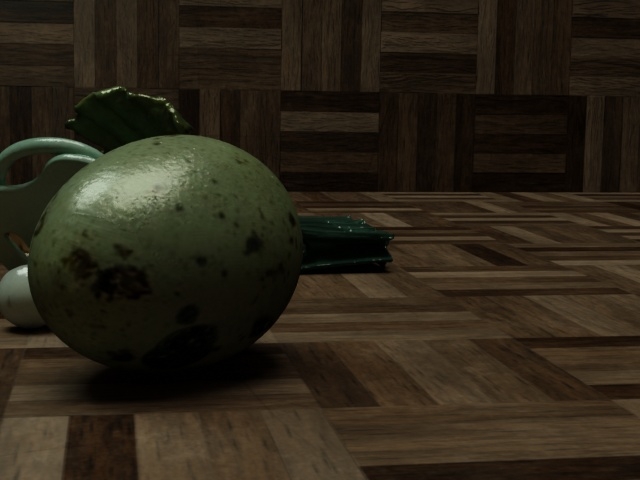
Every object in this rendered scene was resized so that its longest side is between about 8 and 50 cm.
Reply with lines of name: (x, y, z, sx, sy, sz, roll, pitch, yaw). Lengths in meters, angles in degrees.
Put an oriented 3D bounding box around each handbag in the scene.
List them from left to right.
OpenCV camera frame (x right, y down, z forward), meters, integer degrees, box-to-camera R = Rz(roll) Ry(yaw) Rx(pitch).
handbag: (-0.001, 0.001, 2.357, 0.238, 0.089, 0.326, -1, 6, -13)

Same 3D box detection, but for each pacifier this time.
pacifier: (-0.387, 0.010, 1.719, 0.343, 0.288, 0.269, -24, 27, 34)

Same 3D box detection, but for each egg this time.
egg: (-0.180, 0.019, 1.424, 0.287, 0.287, 0.379, 5, 20, 26)

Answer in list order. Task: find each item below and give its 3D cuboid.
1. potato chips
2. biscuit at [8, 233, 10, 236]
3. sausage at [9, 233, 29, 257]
potato chips: (-0.218, -0.062, 1.830, 0.389, 0.097, 0.373, 40, -19, 12)
biscuit: (-0.704, -0.028, 2.396, 0.318, 0.110, 0.312, -3, 9, -26)
sausage: (-0.428, 0.002, 2.218, 0.112, 0.112, 0.328, 7, 9, 40)
